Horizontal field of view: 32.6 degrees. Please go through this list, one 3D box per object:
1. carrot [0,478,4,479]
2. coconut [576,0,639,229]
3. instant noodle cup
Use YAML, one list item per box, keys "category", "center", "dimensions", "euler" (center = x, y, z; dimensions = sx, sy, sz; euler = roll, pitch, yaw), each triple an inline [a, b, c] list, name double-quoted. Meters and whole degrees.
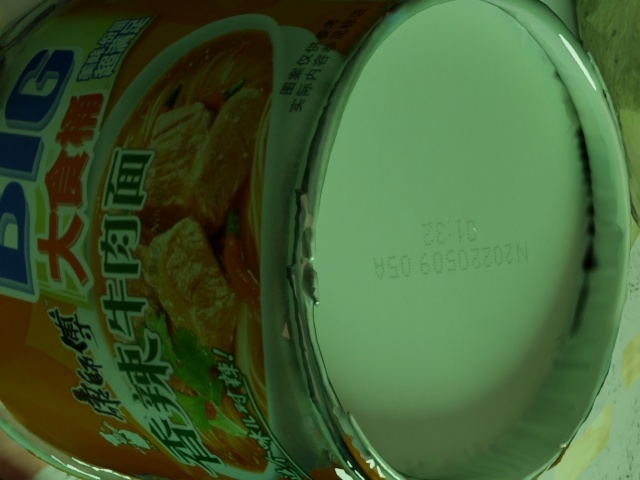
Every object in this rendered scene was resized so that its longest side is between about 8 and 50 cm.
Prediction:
- category: "carrot"
  center: [-0.167, 0.148, 0.573]
  dimensions: [0.061, 0.061, 0.257]
  euler: [-47, 145, -22]
- category: "coconut"
  center: [0.414, -0.131, 0.872]
  dimensions: [0.404, 0.404, 0.404]
  euler: [-27, 129, -39]
- category: "instant noodle cup"
  center: [0.000, 0.000, 0.522]
  dimensions: [0.296, 0.214, 0.296]
  euler: [-3, 95, -45]
